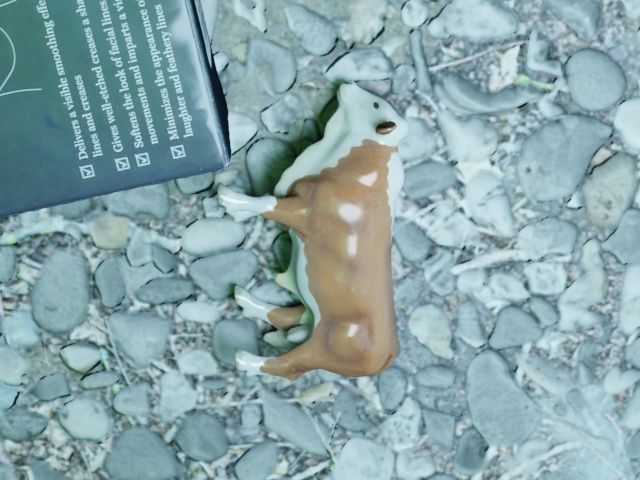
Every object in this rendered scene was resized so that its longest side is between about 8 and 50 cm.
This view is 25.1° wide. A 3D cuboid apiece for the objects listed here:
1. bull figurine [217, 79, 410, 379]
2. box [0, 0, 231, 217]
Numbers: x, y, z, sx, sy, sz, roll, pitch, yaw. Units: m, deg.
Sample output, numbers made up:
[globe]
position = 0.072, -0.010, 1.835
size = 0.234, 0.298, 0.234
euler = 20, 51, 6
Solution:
[bull figurine]
position = 0.000, 0.000, 1.429
size = 0.189, 0.101, 0.310
euler = -4, 108, 1
[box]
position = -0.303, -0.186, 1.279
size = 0.396, 0.212, 0.293
euler = -12, 111, -1
